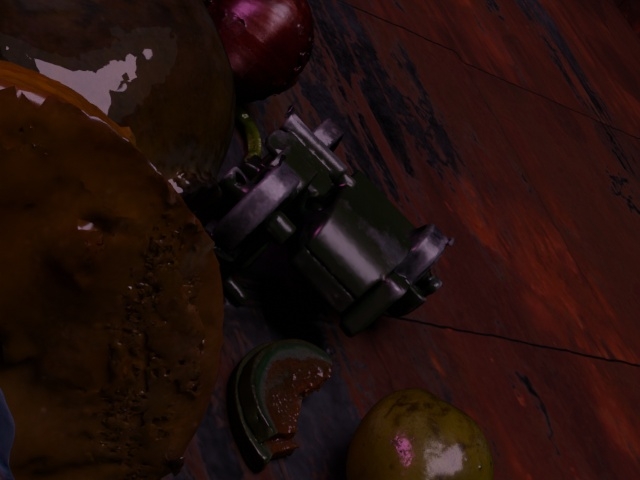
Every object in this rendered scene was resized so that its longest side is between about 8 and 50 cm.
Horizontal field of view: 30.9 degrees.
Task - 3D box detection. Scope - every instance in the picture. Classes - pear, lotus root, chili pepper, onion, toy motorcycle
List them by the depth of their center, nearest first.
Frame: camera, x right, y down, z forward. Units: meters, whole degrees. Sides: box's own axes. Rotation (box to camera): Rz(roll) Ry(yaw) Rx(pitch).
[{"bbox_3d":[-0.195,-0.118,0.692,0.346,0.250,0.250,53,29,17],"label":"lotus root"},{"bbox_3d":[0.072,0.165,0.840,0.107,0.107,0.131,39,38,-14],"label":"pear"},{"bbox_3d":[0.000,0.000,0.938,0.205,0.127,0.275,47,22,-3],"label":"toy motorcycle"},{"bbox_3d":[-0.068,-0.094,1.057,0.030,0.017,0.083,20,37,-39],"label":"chili pepper"},{"bbox_3d":[-0.067,-0.187,1.060,0.131,0.131,0.131,33,32,-24],"label":"onion"}]

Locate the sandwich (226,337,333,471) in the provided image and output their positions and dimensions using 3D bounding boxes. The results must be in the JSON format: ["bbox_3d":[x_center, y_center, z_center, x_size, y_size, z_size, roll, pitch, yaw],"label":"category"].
[{"bbox_3d":[-0.033,0.111,0.842,0.067,0.029,0.135,41,30,-11],"label":"sandwich"}]

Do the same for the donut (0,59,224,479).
[{"bbox_3d":[-0.185,0.031,0.522,0.277,0.278,0.108,30,16,-29],"label":"donut"}]

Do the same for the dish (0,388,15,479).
[{"bbox_3d":[-0.218,0.151,0.449,0.236,0.086,0.228,-37,107,-31],"label":"dish"}]
